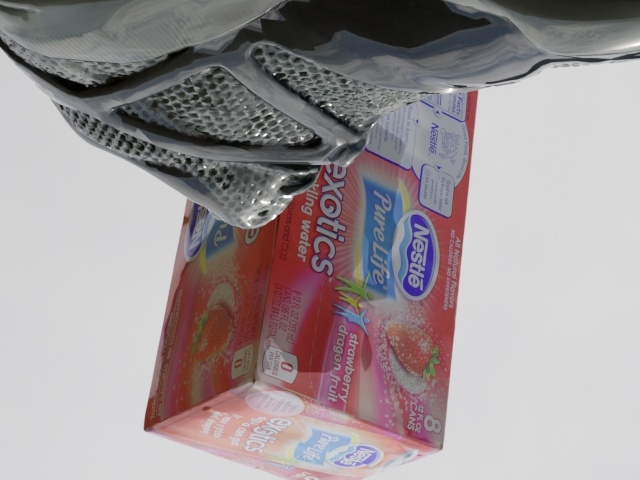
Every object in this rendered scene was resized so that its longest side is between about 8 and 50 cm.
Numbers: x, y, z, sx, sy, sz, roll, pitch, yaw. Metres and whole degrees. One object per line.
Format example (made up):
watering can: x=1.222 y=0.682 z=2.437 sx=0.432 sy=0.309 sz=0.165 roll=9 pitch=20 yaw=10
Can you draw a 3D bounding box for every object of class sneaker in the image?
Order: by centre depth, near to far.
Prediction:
sneaker: x=0.018 y=-0.067 z=0.489 sx=0.227 sy=0.130 sz=0.087 roll=-5 pitch=-115 yaw=2

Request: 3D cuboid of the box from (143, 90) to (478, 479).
box: x=0.000 y=0.000 z=1.121 sx=0.142 sy=0.154 sz=0.300 roll=-30 pitch=-135 yaw=50
